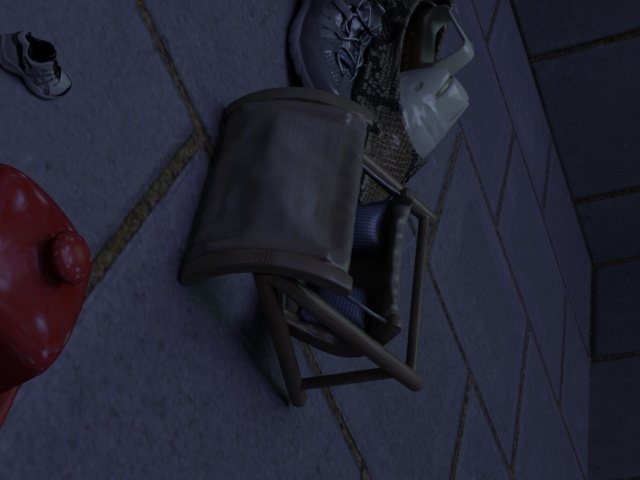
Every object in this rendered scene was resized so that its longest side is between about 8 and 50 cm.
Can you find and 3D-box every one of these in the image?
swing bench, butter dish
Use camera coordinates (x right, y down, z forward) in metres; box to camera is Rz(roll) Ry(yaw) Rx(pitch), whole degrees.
[{"bbox_3d":[0.000,0.000,1.075,0.255,0.165,0.253,56,31,-41],"label":"swing bench"},{"bbox_3d":[-0.203,0.020,0.652,0.160,0.118,0.160,57,31,-39],"label":"butter dish"}]

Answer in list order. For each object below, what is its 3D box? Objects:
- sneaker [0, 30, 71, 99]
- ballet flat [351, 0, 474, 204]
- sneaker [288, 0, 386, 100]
[{"bbox_3d":[-0.220,-0.138,0.799,0.083,0.037,0.032,34,46,-61],"label":"sneaker"},{"bbox_3d":[0.139,-0.247,1.503,0.483,0.182,0.164,-79,148,-43],"label":"ballet flat"},{"bbox_3d":[0.030,-0.288,1.353,0.105,0.115,0.281,46,38,-51],"label":"sneaker"}]
